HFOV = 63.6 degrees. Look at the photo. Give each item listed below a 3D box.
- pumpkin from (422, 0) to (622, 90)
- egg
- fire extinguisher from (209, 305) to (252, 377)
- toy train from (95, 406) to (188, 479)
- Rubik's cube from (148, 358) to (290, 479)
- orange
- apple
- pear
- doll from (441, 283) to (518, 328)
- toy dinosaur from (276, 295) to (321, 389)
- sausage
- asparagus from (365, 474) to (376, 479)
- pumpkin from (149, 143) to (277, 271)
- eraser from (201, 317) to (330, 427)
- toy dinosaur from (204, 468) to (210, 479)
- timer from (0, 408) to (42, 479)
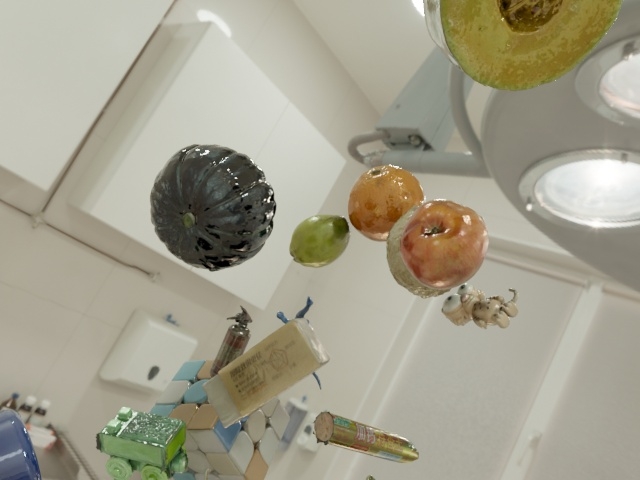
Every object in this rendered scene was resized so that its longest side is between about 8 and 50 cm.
[{"bbox_3d":[0.329,-0.452,0.907,0.332,0.332,0.199,34,20,-26],"label":"pumpkin"},{"bbox_3d":[0.342,0.039,1.691,0.279,0.310,0.279,-12,-22,-5],"label":"egg"},{"bbox_3d":[-0.259,0.306,1.542,0.075,0.252,0.106,27,11,10],"label":"fire extinguisher"},{"bbox_3d":[-0.528,0.624,1.557,0.271,0.188,0.159,7,19,13],"label":"toy train"},{"bbox_3d":[-0.368,0.662,1.864,0.346,0.344,0.347,-9,-60,26],"label":"Rubik's cube"},{"bbox_3d":[0.256,-0.146,2.032,0.312,0.312,0.312,28,-10,5],"label":"orange"},{"bbox_3d":[0.284,0.005,1.193,0.209,0.209,0.164,19,-23,44],"label":"apple"},{"bbox_3d":[0.000,0.000,2.086,0.212,0.269,0.212,55,-6,9],"label":"pear"},{"bbox_3d":[0.513,0.215,1.665,0.119,0.154,0.278,48,-24,-17],"label":"doll"},{"bbox_3d":[-0.055,0.283,1.537,0.144,0.076,0.329,24,-53,45],"label":"toy dinosaur"},{"bbox_3d":[0.138,0.521,1.329,0.371,0.082,0.082,29,-9,-34],"label":"sausage"},{"bbox_3d":[0.213,0.741,1.447,0.248,0.025,0.024,46,-1,-12],"label":"asparagus"},{"bbox_3d":[-0.305,-0.095,1.460,0.363,0.363,0.266,26,29,15],"label":"pumpkin"},{"bbox_3d":[-0.149,0.355,1.382,0.144,0.343,0.078,58,15,14],"label":"eraser"},{"bbox_3d":[-0.271,0.665,1.238,0.057,0.142,0.212,-4,8,7],"label":"toy dinosaur"},{"bbox_3d":[-0.757,0.511,0.969,0.383,0.270,0.270,-11,21,-42],"label":"timer"}]
